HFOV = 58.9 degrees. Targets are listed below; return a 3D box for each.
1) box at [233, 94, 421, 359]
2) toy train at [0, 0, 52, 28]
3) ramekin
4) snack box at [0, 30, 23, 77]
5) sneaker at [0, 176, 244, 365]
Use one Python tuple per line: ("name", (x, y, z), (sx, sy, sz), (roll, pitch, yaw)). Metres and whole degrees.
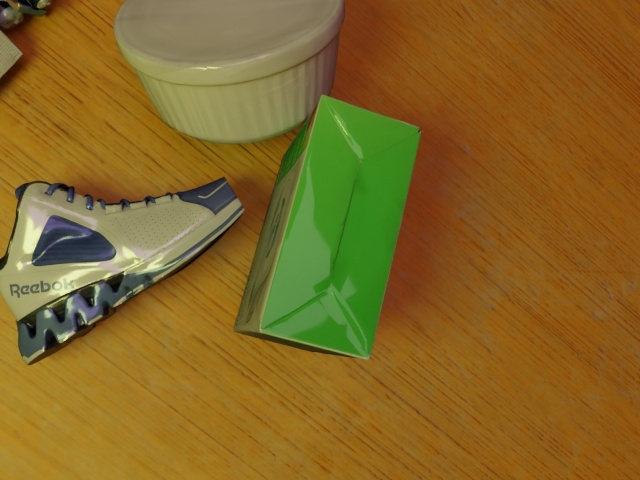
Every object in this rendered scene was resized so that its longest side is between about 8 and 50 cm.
("box", (0.000, 0.000, 0.689), (0.127, 0.231, 0.261), (17, 78, -13))
("toy train", (-0.423, -0.351, 0.707), (0.105, 0.080, 0.184), (-39, 101, 14))
("ramekin", (-0.101, -0.233, 0.701), (0.273, 0.127, 0.272), (-3, 48, 3))
("snack box", (-0.506, -0.160, 0.611), (0.060, 0.187, 0.321), (25, 73, 28))
("sneaker", (-0.258, -0.014, 0.680), (0.316, 0.127, 0.182), (-35, 93, -15))
